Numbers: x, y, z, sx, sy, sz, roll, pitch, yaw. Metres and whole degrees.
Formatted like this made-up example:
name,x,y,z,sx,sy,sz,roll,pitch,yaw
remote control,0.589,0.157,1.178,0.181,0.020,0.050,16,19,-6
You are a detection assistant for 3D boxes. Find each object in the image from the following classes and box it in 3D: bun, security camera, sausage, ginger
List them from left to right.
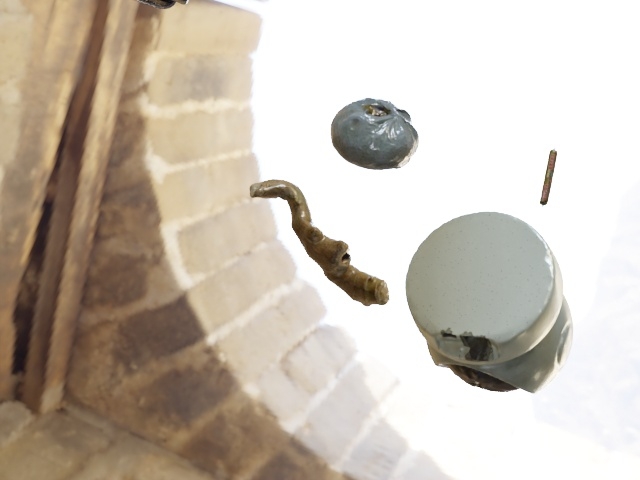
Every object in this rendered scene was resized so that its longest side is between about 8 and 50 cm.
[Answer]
name,x,y,z,sx,sy,sz,roll,pitch,yaw
ginger,0.000,0.000,1.676,0.075,0.288,0.089,-36,-15,-22
bun,0.046,-0.094,0.928,0.083,0.083,0.045,-52,-20,-47
security camera,0.220,0.094,1.363,0.194,0.195,0.236,-64,-28,-19
sausage,0.357,-0.099,1.696,0.015,0.015,0.100,53,-130,-72

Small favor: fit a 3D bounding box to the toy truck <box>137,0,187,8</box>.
name,x,y,z,sx,sy,sz,roll,pitch,yaw
toy truck,-0.108,-0.307,0.833,0.253,0.114,0.124,126,155,-43
